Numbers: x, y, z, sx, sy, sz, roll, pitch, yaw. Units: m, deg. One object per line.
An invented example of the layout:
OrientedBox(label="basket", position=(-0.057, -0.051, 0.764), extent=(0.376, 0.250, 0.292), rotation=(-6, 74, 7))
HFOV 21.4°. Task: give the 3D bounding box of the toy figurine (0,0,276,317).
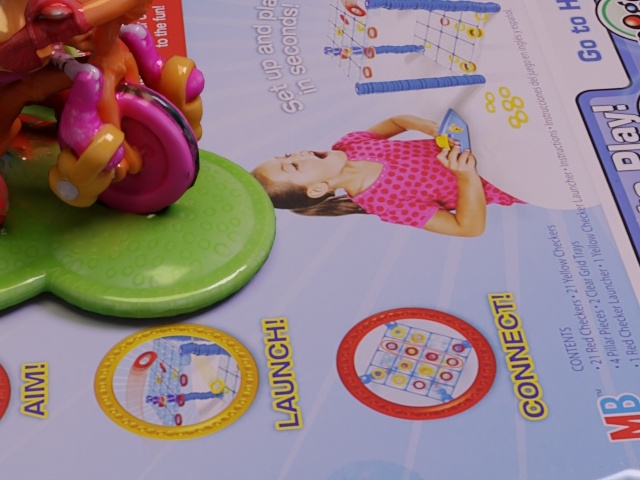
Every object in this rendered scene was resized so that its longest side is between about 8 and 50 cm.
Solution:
OrientedBox(label="toy figurine", position=(-0.094, -0.072, 0.436), extent=(0.173, 0.159, 0.130), rotation=(15, 43, 14))

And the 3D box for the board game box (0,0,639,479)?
OrientedBox(label="board game box", position=(0.000, 0.000, 0.544), extent=(0.301, 0.086, 0.308), rotation=(-4, 41, -5))
